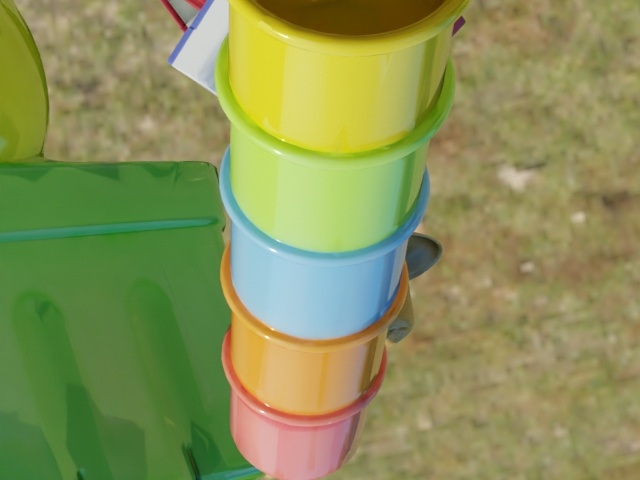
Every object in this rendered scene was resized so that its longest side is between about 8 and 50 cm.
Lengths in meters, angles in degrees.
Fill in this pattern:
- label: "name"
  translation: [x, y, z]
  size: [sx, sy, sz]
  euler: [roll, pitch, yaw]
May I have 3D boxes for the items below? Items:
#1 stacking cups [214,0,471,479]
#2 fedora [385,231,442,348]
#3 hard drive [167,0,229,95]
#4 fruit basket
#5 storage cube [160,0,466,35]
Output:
- label: "stacking cups"
  translation: [0.000, 0.000, 0.786]
  size: [0.096, 0.096, 0.316]
  euler: [-7, 141, -10]
- label: "fedora"
  translation: [0.011, 0.056, 1.542]
  size: [0.194, 0.079, 0.194]
  euler: [-15, 163, -5]
- label: "hard drive"
  translation: [0.037, -0.221, 1.422]
  size: [0.318, 0.040, 0.210]
  euler: [-57, 147, 1]
- label: "fruit basket"
  translation: [-0.226, 0.007, 0.946]
  size: [0.392, 0.392, 0.283]
  euler: [16, 135, -45]
- label: "storage cube"
  translation: [-0.016, -0.231, 1.823]
  size: [0.193, 0.215, 0.183]
  euler: [-45, 138, -7]
